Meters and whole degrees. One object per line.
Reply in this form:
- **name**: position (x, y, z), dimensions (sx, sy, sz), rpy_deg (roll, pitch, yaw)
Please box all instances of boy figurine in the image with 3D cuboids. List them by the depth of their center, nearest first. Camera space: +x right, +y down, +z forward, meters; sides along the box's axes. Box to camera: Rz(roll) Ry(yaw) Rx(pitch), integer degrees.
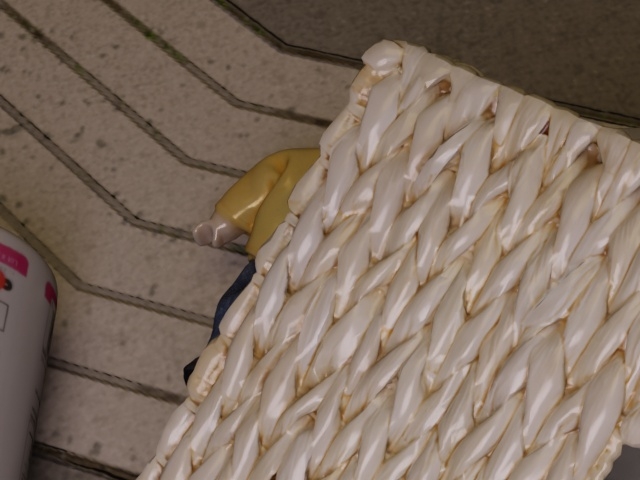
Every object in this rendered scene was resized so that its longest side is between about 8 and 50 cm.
- **boy figurine**: position (0.000, 0.000, 1.001), dimensions (0.177, 0.092, 0.285), rpy_deg (13, 58, 17)

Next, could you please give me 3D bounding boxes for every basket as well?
- **basket**: position (0.123, 0.117, 0.710), dimensions (0.266, 0.331, 0.328), rpy_deg (31, 94, 30)

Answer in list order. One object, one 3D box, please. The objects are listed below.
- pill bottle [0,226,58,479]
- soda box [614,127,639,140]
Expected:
- **pill bottle**: position (-0.265, 0.135, 0.901), dimensions (0.160, 0.160, 0.283), rpy_deg (-2, 55, 7)
- **soda box**: position (0.214, -0.021, 0.991), dimensions (0.263, 0.083, 0.092), rpy_deg (-1, 56, 6)
